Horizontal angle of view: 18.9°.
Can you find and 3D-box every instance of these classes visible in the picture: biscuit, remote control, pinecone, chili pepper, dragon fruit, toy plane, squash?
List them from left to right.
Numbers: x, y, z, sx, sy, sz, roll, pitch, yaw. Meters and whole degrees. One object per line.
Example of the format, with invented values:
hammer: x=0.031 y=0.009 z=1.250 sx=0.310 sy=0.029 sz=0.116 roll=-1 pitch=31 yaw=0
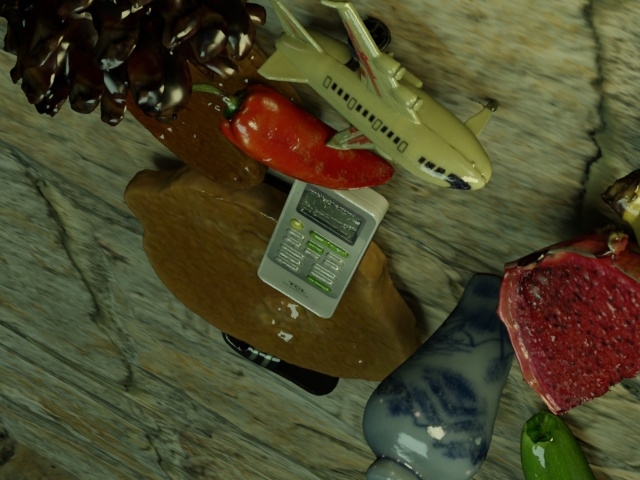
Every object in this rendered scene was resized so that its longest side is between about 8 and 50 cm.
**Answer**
pinecone: x=-0.175 y=-0.227 z=1.632 sx=0.296 sy=0.298 sz=0.242 roll=33 pitch=-159 yaw=-43
biscuit: x=-0.105 y=-0.146 z=2.026 sx=0.262 sy=0.052 sz=0.277 roll=42 pitch=156 yaw=-32
biscuit: x=-0.056 y=0.036 z=2.314 sx=0.385 sy=0.062 sz=0.365 roll=18 pitch=151 yaw=30
chili pepper: x=-0.024 y=-0.099 z=1.901 sx=0.272 sy=0.071 sz=0.063 roll=25 pitch=172 yaw=-35
remote control: x=0.000 y=0.000 z=2.081 sx=0.103 sy=0.034 sz=0.250 roll=32 pitch=149 yaw=3
toy plane: x=0.054 y=-0.130 z=1.764 sx=0.256 sy=0.104 sz=0.242 roll=27 pitch=155 yaw=16
squash: x=0.302 y=0.307 z=2.358 sx=0.082 sy=0.082 sz=0.292 roll=16 pitch=152 yaw=37
dragon fruit: x=0.269 y=0.041 z=1.816 sx=0.161 sy=0.126 sz=0.274 roll=45 pitch=148 yaw=-1

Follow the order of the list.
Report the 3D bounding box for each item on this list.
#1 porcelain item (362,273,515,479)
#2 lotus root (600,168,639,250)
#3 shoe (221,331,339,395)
porcelain item: x=0.136 y=0.161 z=2.046 sx=0.141 sy=0.259 sz=0.141 roll=27 pitch=155 yaw=13
lotus root: x=0.353 y=0.006 z=1.570 sx=0.260 sy=0.145 sz=0.128 roll=24 pitch=134 yaw=14
shoe: x=-0.043 y=0.142 z=2.514 sx=0.179 sy=0.071 sz=0.049 roll=34 pitch=159 yaw=-18
